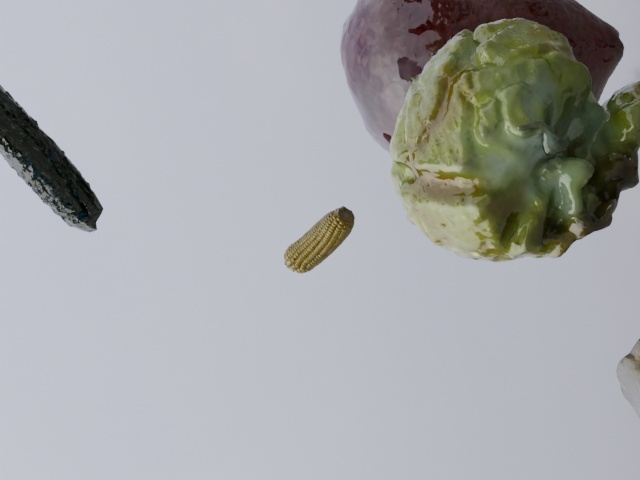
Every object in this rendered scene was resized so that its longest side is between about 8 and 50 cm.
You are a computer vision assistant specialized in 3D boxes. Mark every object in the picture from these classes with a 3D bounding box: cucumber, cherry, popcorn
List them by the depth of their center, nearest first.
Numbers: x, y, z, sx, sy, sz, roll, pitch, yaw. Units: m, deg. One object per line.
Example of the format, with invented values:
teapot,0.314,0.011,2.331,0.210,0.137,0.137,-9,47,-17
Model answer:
popcorn,0.157,-0.074,1.466,0.198,0.213,0.198,-177,90,-90
cucumber,-0.248,-0.088,1.571,0.043,0.044,0.256,-48,-51,-10
cherry,0.149,-0.167,1.929,0.230,0.300,0.203,54,-138,-45

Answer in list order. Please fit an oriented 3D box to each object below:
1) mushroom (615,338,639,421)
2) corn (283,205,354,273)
mushroom,0.305,0.218,1.588,0.095,0.123,0.351,49,-150,-42
corn,0.000,0.000,2.032,0.037,0.092,0.037,29,-144,-24
